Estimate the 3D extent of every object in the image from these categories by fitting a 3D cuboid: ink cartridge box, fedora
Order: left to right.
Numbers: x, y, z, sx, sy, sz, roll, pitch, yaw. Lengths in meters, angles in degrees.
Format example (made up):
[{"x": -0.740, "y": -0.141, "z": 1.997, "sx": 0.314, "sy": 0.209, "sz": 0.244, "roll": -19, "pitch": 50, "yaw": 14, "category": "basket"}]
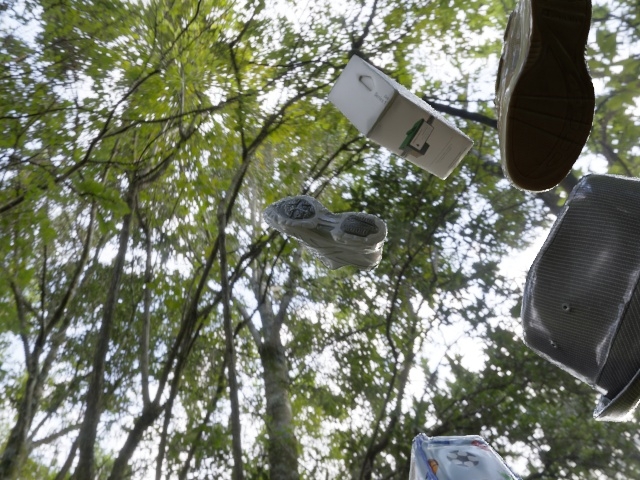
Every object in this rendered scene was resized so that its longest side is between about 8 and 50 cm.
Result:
[{"x": 0.140, "y": -0.215, "z": 0.995, "sx": 0.219, "sy": 0.160, "sz": 0.092, "roll": 19, "pitch": -64, "yaw": -40, "category": "ink cartridge box"}, {"x": 0.270, "y": 0.031, "z": 0.527, "sx": 0.244, "sy": 0.124, "sz": 0.275, "roll": -46, "pitch": -33, "yaw": -34, "category": "fedora"}]

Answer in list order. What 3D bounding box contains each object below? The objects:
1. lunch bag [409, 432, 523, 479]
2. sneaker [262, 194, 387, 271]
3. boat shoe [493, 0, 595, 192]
[{"x": 0.164, "y": 0.374, "z": 0.615, "sx": 0.115, "sy": 0.303, "sz": 0.243, "roll": 4, "pitch": -81, "yaw": -2, "category": "lunch bag"}, {"x": 0.000, "y": 0.000, "z": 0.966, "sx": 0.090, "sy": 0.232, "sz": 0.115, "roll": -47, "pitch": -34, "yaw": -40, "category": "sneaker"}, {"x": 0.311, "y": -0.220, "z": 0.807, "sx": 0.121, "sy": 0.110, "sz": 0.341, "roll": 16, "pitch": -104, "yaw": -6, "category": "boat shoe"}]
